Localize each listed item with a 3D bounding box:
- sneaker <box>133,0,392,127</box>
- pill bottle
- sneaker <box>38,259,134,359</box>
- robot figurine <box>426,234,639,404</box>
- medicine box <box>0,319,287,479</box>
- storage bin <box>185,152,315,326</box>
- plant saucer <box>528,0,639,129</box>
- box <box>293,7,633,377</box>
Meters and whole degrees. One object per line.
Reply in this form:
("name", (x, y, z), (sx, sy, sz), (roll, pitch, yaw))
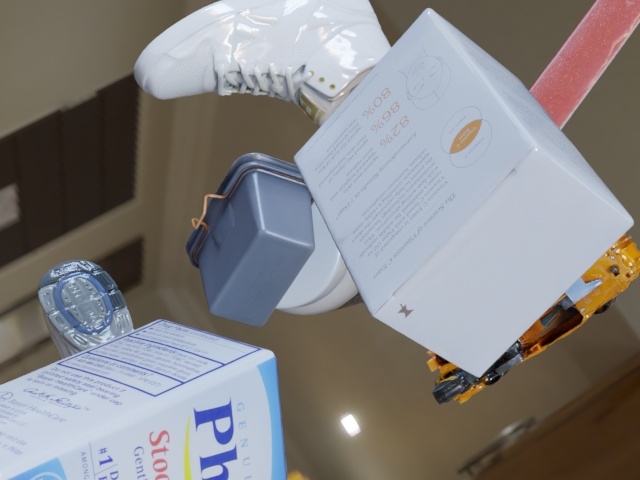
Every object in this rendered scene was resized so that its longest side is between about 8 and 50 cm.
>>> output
("sneaker", (-0.053, -0.193, 1.581), (0.108, 0.292, 0.169), (92, -28, -63))
("pill bottle", (0.000, 0.000, 1.950), (0.204, 0.204, 0.361), (58, 15, 8))
("sneaker", (-0.236, 0.163, 1.643), (0.297, 0.111, 0.129), (60, -23, 8))
("robot figurine", (0.246, 0.092, 1.635), (0.085, 0.291, 0.211), (56, 19, 6))
("medicine box", (-0.172, 0.239, 1.130), (0.149, 0.289, 0.263), (11, -67, 42))
("storage bin", (-0.062, 0.004, 1.217), (0.135, 0.098, 0.091), (-56, -152, 31))
("plant saucer", (0.247, -0.163, 1.346), (0.048, 0.259, 0.258), (37, -14, 5))
("box", (0.076, -0.031, 0.804), (0.091, 0.130, 0.170), (32, 20, -34))
